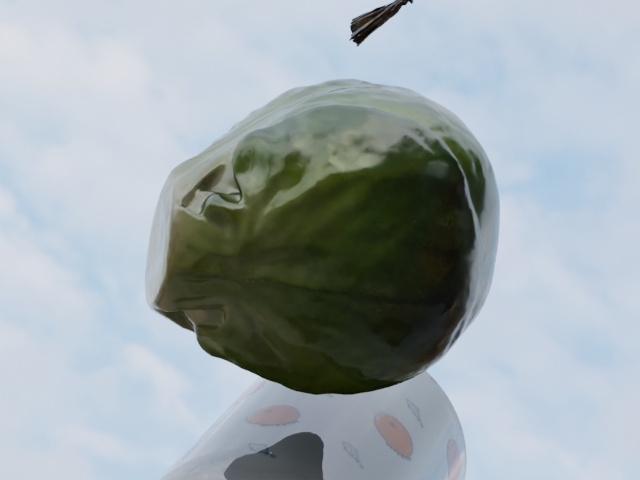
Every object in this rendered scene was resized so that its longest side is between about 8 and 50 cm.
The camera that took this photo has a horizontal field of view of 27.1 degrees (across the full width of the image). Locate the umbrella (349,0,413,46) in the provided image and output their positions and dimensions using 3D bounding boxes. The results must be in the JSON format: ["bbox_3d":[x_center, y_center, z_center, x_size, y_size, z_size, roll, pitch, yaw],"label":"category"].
[{"bbox_3d":[0.050,-0.193,1.155,0.083,0.031,0.020,-25,-67,42],"label":"umbrella"}]

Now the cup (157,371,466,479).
[{"bbox_3d":[-0.020,0.223,1.058,0.212,0.317,0.212,4,-76,17],"label":"cup"}]

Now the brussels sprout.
[{"bbox_3d":[0.000,0.000,0.959,0.271,0.210,0.219,-5,-70,-26],"label":"brussels sprout"}]
